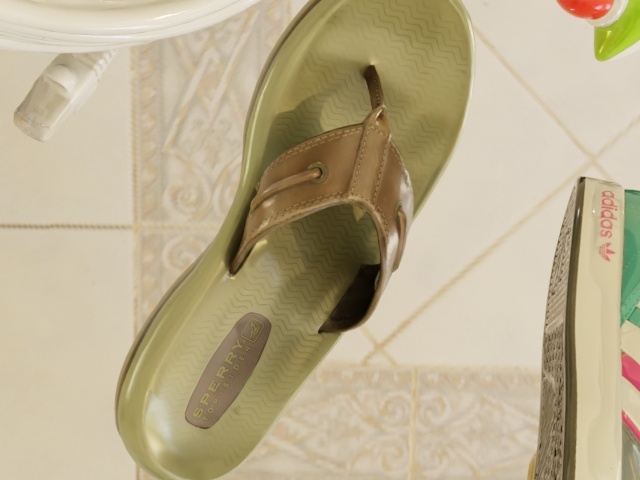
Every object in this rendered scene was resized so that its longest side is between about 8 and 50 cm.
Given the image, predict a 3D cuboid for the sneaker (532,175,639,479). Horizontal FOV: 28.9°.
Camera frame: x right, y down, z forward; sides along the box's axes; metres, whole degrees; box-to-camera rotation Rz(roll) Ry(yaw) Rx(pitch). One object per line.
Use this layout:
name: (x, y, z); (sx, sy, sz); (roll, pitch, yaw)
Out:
sneaker: (0.195, 0.106, 0.592); (0.178, 0.296, 0.124); (9, 146, 5)

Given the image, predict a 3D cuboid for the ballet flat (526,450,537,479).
ballet flat: (0.181, 0.253, 0.982); (0.080, 0.232, 0.073); (38, 139, -15)

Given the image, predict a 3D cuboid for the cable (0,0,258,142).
cable: (-0.086, -0.190, 0.403); (0.257, 0.089, 0.257); (-45, 117, -13)

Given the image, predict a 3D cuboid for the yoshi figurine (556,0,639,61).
yoshi figurine: (0.231, -0.301, 1.045); (0.362, 0.203, 0.203); (19, 129, -27)

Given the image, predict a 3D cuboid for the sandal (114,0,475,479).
sandal: (0.001, 0.002, 0.647); (0.120, 0.086, 0.303); (25, 93, -27)
